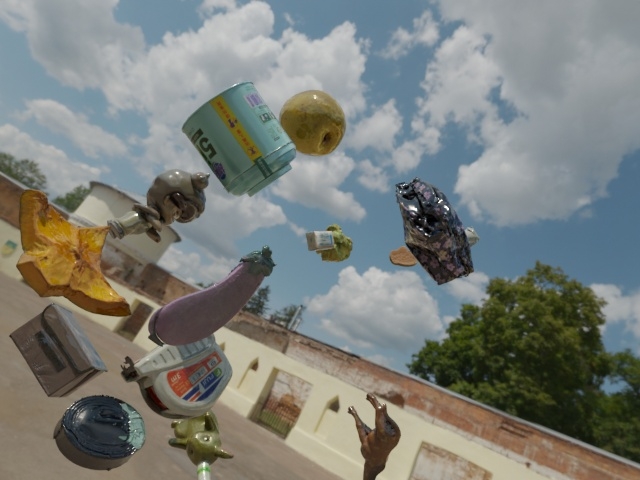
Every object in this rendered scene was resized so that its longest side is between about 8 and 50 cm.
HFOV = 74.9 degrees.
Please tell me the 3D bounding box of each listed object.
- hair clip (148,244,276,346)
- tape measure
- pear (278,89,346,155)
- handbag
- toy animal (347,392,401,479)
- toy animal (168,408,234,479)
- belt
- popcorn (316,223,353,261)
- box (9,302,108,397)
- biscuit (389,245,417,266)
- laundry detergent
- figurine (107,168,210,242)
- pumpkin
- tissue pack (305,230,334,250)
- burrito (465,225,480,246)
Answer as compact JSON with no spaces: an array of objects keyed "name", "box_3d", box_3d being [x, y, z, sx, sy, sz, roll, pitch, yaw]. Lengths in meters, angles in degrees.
[{"name":"hair clip","box_3d":[-0.260,0.146,1.053,0.096,0.359,0.110,35,-26,32]},{"name":"tape measure","box_3d":[-0.407,0.387,1.229,0.130,0.258,0.264,-28,-85,35]},{"name":"pear","box_3d":[-0.039,-0.538,1.923,0.315,0.314,0.314,25,-21,10]},{"name":"handbag","box_3d":[0.251,-0.032,0.957,0.228,0.127,0.207,-106,172,-56]},{"name":"toy animal","box_3d":[0.113,0.496,0.961,0.067,0.229,0.224,10,-48,-44]},{"name":"toy animal","box_3d":[-0.467,0.783,1.636,0.180,0.181,0.363,54,-14,-20]},{"name":"belt","box_3d":[-0.519,0.457,1.000,0.199,0.151,0.078,33,-62,-17]},{"name":"popcorn","box_3d":[0.063,0.018,2.058,0.185,0.188,0.167,58,-15,28]},{"name":"box","box_3d":[-0.832,0.357,1.337,0.252,0.153,0.188,51,-21,8]},{"name":"biscuit","box_3d":[0.406,0.079,2.046,0.140,0.118,0.023,10,-39,-1]},{"name":"laundry detergent","box_3d":[-0.253,-0.318,1.399,0.305,0.287,0.287,55,-27,-9]},{"name":"figurine","box_3d":[-0.575,-0.123,1.504,0.203,0.381,0.248,50,-34,1]},{"name":"pumpkin","box_3d":[-0.606,0.046,1.024,0.289,0.095,0.258,67,12,23]},{"name":"tissue pack","box_3d":[0.000,0.000,1.565,0.095,0.074,0.059,-2,-10,-41]},{"name":"burrito","box_3d":[0.416,0.017,1.275,0.064,0.203,0.064,28,-48,37]}]
